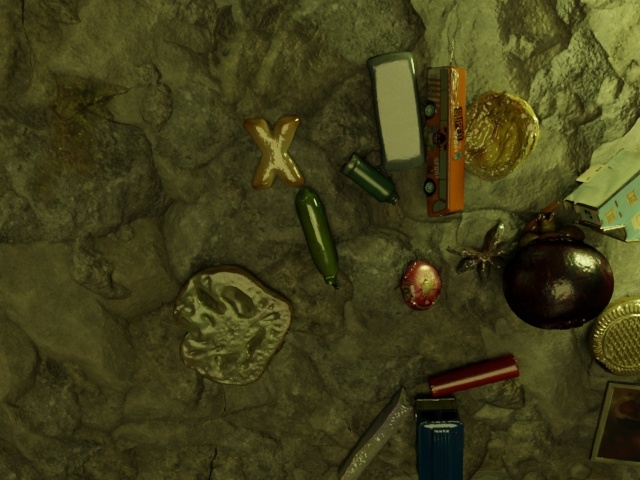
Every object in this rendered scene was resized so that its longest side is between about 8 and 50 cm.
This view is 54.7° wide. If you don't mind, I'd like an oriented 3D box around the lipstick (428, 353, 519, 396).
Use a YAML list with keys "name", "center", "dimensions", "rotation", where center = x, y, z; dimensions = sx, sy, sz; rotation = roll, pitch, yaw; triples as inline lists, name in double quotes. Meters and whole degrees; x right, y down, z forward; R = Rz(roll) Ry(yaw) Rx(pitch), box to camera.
- name: "lipstick"
  center: [0.474, 0.425, 1.931]
  dimensions: [0.279, 0.073, 0.073]
  rotation: [-17, 104, 7]

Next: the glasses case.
- name: "glasses case"
  center: [0.214, -0.358, 1.724]
  dimensions: [0.131, 0.074, 0.323]
  rotation: [-9, 105, 5]

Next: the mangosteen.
- name: "mangosteen"
  center: [0.653, 0.108, 1.732]
  dimensions: [0.297, 0.297, 0.293]
  rotation: [-39, 56, 13]

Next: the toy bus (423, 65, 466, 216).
- name: "toy bus"
  center: [0.342, -0.269, 1.703]
  dimensions: [0.092, 0.093, 0.409]
  rotation: [7, 102, 44]

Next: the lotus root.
- name: "lotus root"
  center: [-0.266, 0.258, 1.916]
  dimensions: [0.374, 0.111, 0.391]
  rotation: [-16, 103, 3]

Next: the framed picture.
- name: "framed picture"
  center: [0.993, 0.590, 1.973]
  dimensions: [0.211, 0.020, 0.290]
  rotation: [6, 107, 2]

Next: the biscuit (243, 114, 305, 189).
- name: "biscuit"
  center: [-0.132, -0.253, 1.790]
  dimensions: [0.164, 0.047, 0.208]
  rotation: [-5, 105, 4]

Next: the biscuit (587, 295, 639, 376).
- name: "biscuit"
  center: [0.933, 0.291, 1.859]
  dimensions: [0.259, 0.079, 0.259]
  rotation: [1, 106, 3]

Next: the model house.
- name: "model house"
  center: [0.820, -0.095, 1.710]
  dimensions: [0.271, 0.178, 0.206]
  rotation: [-41, 116, -10]

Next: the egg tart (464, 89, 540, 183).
- name: "egg tart"
  center: [0.488, -0.287, 1.714]
  dimensions: [0.231, 0.098, 0.252]
  rotation: [13, 104, 24]

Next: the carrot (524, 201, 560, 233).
- name: "carrot"
  center: [0.643, -0.062, 1.804]
  dimensions: [0.035, 0.035, 0.142]
  rotation: [38, 100, -7]

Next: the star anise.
- name: "star anise"
  center: [0.496, 0.052, 1.828]
  dimensions: [0.208, 0.063, 0.172]
  rotation: [-27, 104, 10]

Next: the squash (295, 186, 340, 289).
- name: "squash"
  center: [-0.002, 0.000, 1.835]
  dimensions: [0.087, 0.087, 0.332]
  rotation: [-15, 106, 7]

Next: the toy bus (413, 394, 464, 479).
- name: "toy bus"
  center: [0.368, 0.647, 1.943]
  dimensions: [0.138, 0.175, 0.288]
  rotation: [-3, 109, 3]

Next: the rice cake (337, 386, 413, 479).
- name: "rice cake"
  center: [0.178, 0.649, 2.013]
  dimensions: [0.064, 0.070, 0.399]
  rotation: [31, 106, -10]

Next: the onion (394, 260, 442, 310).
- name: "onion"
  center: [0.278, 0.136, 1.854]
  dimensions: [0.150, 0.140, 0.150]
  rotation: [4, 84, -35]

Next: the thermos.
- name: "thermos"
  center: [0.150, -0.172, 1.788]
  dimensions: [0.187, 0.083, 0.073]
  rotation: [38, 126, -8]
